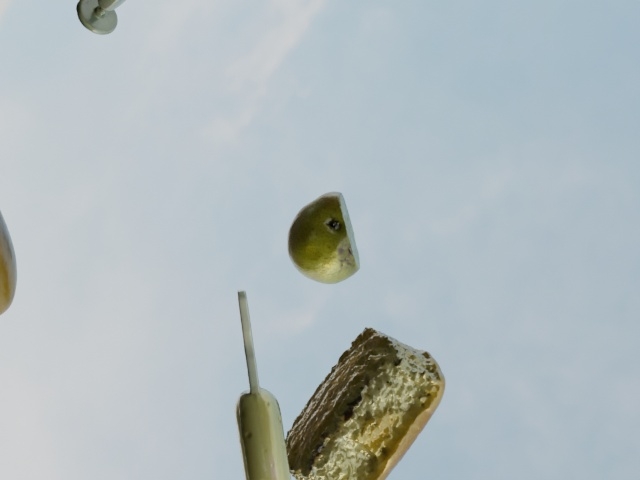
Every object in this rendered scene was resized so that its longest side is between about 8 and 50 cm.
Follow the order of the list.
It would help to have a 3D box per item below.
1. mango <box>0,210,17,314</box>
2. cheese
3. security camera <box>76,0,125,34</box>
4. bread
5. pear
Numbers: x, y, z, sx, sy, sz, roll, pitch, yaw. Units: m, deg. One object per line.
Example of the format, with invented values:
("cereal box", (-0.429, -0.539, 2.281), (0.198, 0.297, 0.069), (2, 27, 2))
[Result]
("mango", (-0.383, -0.020, 1.570), (0.113, 0.253, 0.138), (-32, -131, -20))
("cheese", (-0.066, 0.178, 1.613), (0.127, 0.050, 0.255), (-142, -137, -86))
("security camera", (-0.248, -0.289, 1.842), (0.092, 0.058, 0.058), (-38, -141, 47))
("bread", (0.048, 0.229, 1.958), (0.245, 0.121, 0.174), (-57, -166, -2))
("pear", (0.000, 0.000, 2.360), (0.104, 0.141, 0.141), (-13, -134, 2))
